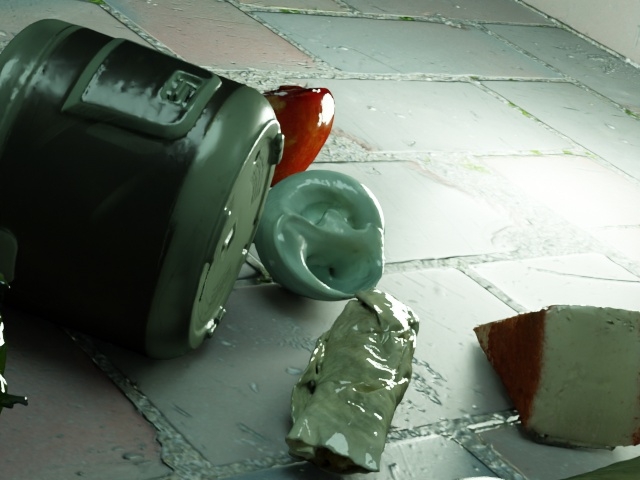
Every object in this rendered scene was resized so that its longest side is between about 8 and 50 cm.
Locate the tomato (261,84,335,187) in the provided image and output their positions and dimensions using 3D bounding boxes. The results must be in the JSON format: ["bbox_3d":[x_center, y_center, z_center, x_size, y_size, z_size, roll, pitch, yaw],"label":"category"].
[{"bbox_3d":[-0.093,-0.140,2.117,0.233,0.139,0.200,-9,0,32],"label":"tomato"}]

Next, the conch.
[{"bbox_3d":[-0.001,0.003,1.877,0.185,0.121,0.221,34,36,17],"label":"conch"}]

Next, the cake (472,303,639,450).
[{"bbox_3d":[0.290,0.112,1.792,0.158,0.159,0.262,7,23,-16],"label":"cake"}]

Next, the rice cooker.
[{"bbox_3d":[-0.233,-0.064,1.604,0.325,0.335,0.335,20,23,6],"label":"rice cooker"}]

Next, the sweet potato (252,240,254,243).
[{"bbox_3d":[-0.231,-0.054,1.875,0.385,0.109,0.109,20,19,-31],"label":"sweet potato"}]

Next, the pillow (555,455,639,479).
[{"bbox_3d":[0.340,0.290,1.536,0.302,0.075,0.185,-4,33,-40],"label":"pillow"}]

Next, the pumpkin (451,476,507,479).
[{"bbox_3d":[0.158,0.304,1.262,0.233,0.163,0.233,15,25,-7],"label":"pumpkin"}]

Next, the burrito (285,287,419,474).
[{"bbox_3d":[0.040,0.147,1.638,0.117,0.076,0.392,18,23,4],"label":"burrito"}]

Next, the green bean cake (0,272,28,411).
[{"bbox_3d":[-0.389,0.154,1.072,0.335,0.218,0.319,10,39,-14],"label":"green bean cake"}]
